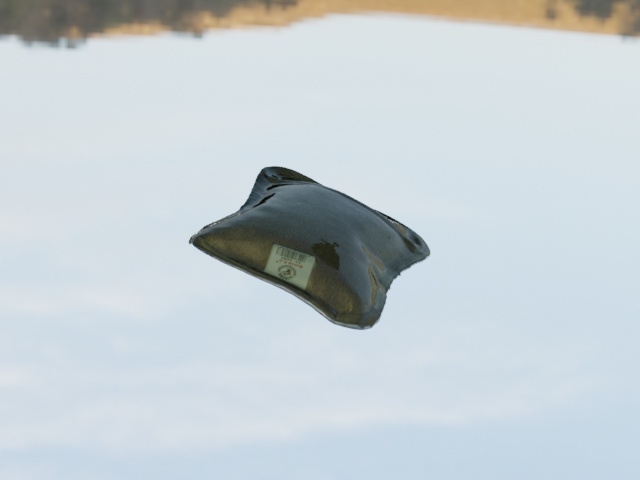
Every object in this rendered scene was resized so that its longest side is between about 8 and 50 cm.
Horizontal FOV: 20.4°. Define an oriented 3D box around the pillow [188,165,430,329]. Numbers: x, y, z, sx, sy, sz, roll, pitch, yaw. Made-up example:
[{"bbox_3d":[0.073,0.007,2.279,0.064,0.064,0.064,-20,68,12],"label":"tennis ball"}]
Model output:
[{"bbox_3d":[0.000,0.001,1.133,0.130,0.033,0.217,27,-161,5],"label":"pillow"}]
